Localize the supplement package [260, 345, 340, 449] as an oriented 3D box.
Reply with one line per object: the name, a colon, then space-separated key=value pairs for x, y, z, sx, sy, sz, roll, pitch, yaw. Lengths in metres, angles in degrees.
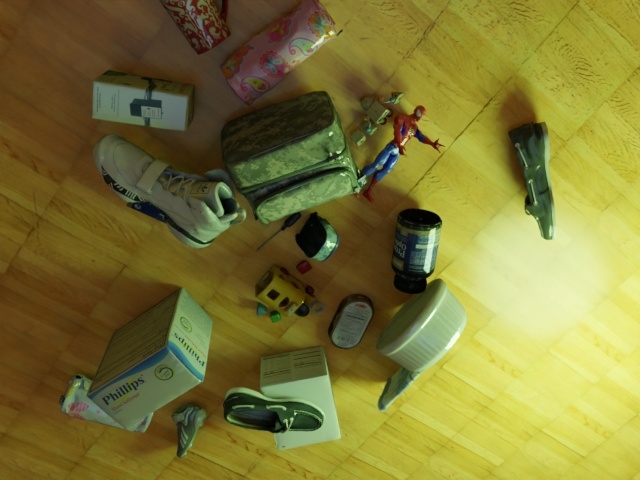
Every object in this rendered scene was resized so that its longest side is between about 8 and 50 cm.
supplement package: x=-0.061 y=0.488 z=1.741 sx=0.204 sy=0.145 sz=0.262 roll=-11 pitch=117 yaw=0

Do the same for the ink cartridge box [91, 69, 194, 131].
ink cartridge box: x=-0.403 y=-0.324 z=1.301 sx=0.208 sy=0.153 sz=0.087 roll=7 pitch=114 yaw=-10

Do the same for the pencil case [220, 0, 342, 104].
pencil case: x=-0.094 y=-0.438 z=1.297 sx=0.284 sy=0.124 sz=0.124 roll=-36 pitch=114 yaw=11

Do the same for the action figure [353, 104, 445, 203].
action figure: x=0.200 y=-0.207 z=1.428 sx=0.091 sy=0.139 sz=0.280 roll=16 pitch=114 yaw=-40

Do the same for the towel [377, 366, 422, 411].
towel: x=0.280 y=0.381 z=1.699 sx=0.034 sy=0.209 sz=0.285 roll=41 pitch=108 yaw=6

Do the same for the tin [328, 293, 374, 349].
tin: x=0.093 y=0.248 z=1.700 sx=0.106 sy=0.040 sz=0.189 roll=15 pitch=114 yaw=-17

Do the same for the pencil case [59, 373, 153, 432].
pencil case: x=-0.638 y=0.493 z=1.703 sx=0.273 sy=0.113 sz=0.124 roll=22 pitch=92 yaw=-15

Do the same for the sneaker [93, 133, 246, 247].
sneaker: x=-0.342 y=-0.135 z=1.326 sx=0.210 sy=0.137 sz=0.366 roll=-19 pitch=127 yaw=43

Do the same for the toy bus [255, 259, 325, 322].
toy bus: x=-0.089 y=0.165 z=1.600 sx=0.202 sy=0.104 sz=0.191 roll=-6 pitch=117 yaw=-2

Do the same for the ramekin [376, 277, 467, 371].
ramekin: x=0.290 y=0.244 z=1.572 sx=0.127 sy=0.273 sz=0.273 roll=42 pitch=107 yaw=0

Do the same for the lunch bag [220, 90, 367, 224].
lunch bag: x=-0.062 y=-0.187 z=1.382 sx=0.305 sy=0.212 sz=0.256 roll=-20 pitch=132 yaw=5

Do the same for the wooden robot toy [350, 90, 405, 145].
wooden robot toy: x=0.129 y=-0.325 z=1.416 sx=0.079 sy=0.076 sz=0.173 roll=45 pitch=108 yaw=14

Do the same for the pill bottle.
pill bottle: x=0.262 y=0.032 z=1.560 sx=0.123 sy=0.123 sz=0.219 roll=1 pitch=115 yaw=-6

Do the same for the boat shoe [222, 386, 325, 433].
boat shoe: x=-0.132 y=0.509 z=1.612 sx=0.303 sy=0.091 sz=0.114 roll=12 pitch=115 yaw=-9

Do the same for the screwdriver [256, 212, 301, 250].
screwdriver: x=-0.116 y=-0.021 z=1.556 sx=0.170 sy=0.024 sz=0.025 roll=-43 pitch=142 yaw=22

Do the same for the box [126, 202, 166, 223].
box: x=-0.375 y=-0.103 z=1.478 sx=0.225 sy=0.036 sz=0.136 roll=25 pitch=111 yaw=-18

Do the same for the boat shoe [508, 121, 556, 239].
boat shoe: x=0.573 y=-0.154 z=1.517 sx=0.095 sy=0.112 sz=0.335 roll=-7 pitch=112 yaw=17

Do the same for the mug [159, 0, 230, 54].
mug: x=-0.266 y=-0.519 z=1.243 sx=0.150 sy=0.113 sz=0.169 roll=-26 pitch=119 yaw=9

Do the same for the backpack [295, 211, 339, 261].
backpack: x=0.000 y=0.000 z=1.522 sx=0.084 sy=0.114 sz=0.105 roll=23 pitch=112 yaw=-37

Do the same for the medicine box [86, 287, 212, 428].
medicine box: x=-0.451 y=0.312 z=1.532 sx=0.263 sy=0.289 sz=0.149 roll=-33 pitch=115 yaw=11

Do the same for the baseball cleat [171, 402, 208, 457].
baseball cleat: x=-0.440 y=0.605 z=1.813 sx=0.109 sy=0.072 sz=0.206 roll=28 pitch=106 yaw=-3
